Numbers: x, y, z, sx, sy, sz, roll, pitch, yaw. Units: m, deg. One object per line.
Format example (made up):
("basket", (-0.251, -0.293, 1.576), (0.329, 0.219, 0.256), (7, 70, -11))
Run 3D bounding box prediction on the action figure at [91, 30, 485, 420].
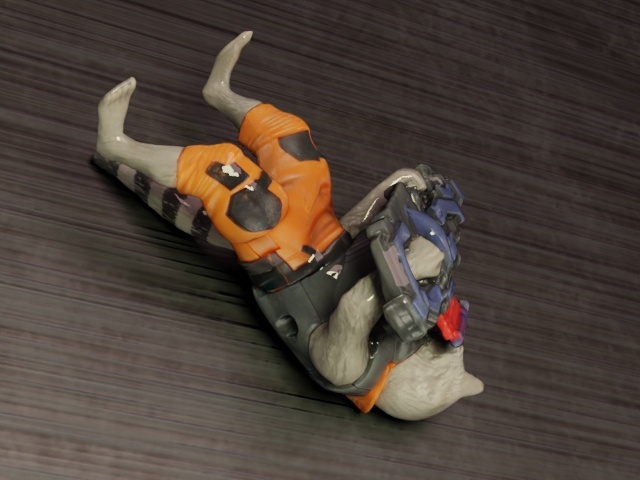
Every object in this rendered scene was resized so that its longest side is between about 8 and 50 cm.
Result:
("action figure", (0.000, 0.000, 1.145), (0.330, 0.178, 0.341), (50, 17, 2))
